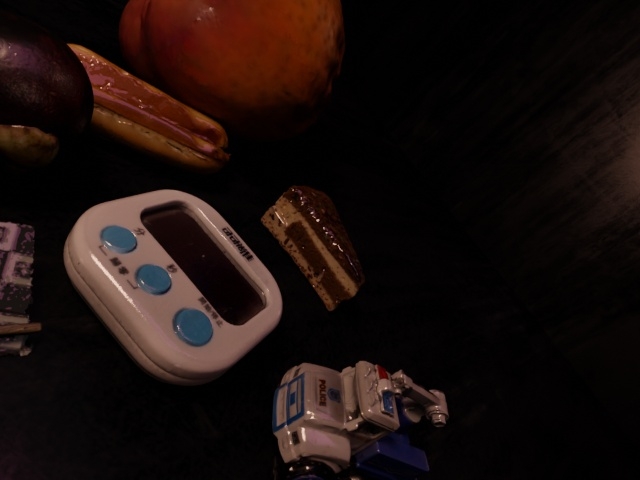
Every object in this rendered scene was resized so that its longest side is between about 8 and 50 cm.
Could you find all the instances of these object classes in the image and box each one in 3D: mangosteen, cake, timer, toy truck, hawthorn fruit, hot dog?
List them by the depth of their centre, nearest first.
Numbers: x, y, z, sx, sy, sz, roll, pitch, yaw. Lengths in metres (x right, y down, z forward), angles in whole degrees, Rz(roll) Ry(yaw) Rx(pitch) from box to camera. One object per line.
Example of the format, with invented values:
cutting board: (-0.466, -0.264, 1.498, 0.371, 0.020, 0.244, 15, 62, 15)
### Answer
mangosteen: (-0.378, -0.155, 0.504, 0.194, 0.194, 0.230, 16, 66, -45)
toy truck: (0.049, 0.235, 0.554, 0.213, 0.177, 0.161, 33, 31, -26)
timer: (-0.182, 0.054, 0.573, 0.262, 0.087, 0.237, 49, 28, 5)
hot dog: (-0.303, -0.202, 0.746, 0.338, 0.100, 0.135, 23, 43, -36)
cake: (0.009, 0.008, 0.882, 0.246, 0.112, 0.135, 52, 25, 11)
hawthorn fruit: (-0.149, -0.426, 0.898, 0.472, 0.472, 0.471, 34, 29, -22)

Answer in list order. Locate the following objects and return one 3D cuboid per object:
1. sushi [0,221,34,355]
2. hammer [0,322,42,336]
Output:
sushi: (-0.370, 0.040, 0.384, 0.201, 0.031, 0.139, 14, 65, -49)
hammer: (-0.371, 0.080, 0.321, 0.292, 0.029, 0.058, 7, 73, -53)
